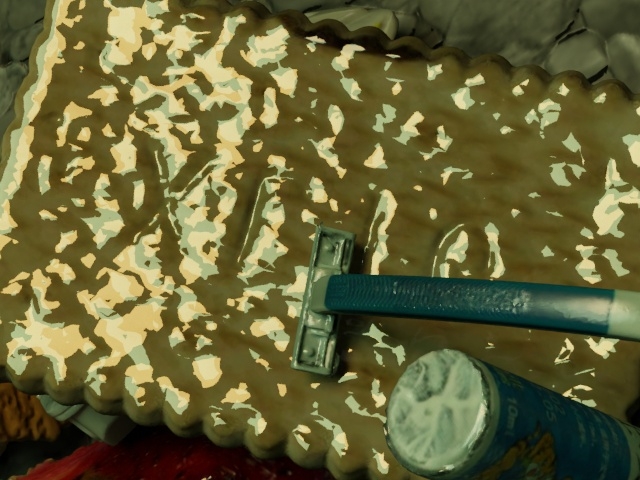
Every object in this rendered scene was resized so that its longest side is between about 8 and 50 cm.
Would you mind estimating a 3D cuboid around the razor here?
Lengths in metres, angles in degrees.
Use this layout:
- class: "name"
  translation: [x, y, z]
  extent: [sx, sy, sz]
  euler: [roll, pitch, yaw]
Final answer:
- class: "razor"
  translation: [0.057, 0.027, 0.802]
  extent: [0.191, 0.037, 0.068]
  euler: [2, 79, 45]

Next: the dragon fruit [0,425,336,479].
- class: "dragon fruit"
  translation: [-0.104, 0.178, 0.973]
  extent: [0.262, 0.134, 0.211]
  euler: [-35, 24, -17]

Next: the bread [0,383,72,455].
- class: "bread"
  translation: [-0.245, 0.027, 1.094]
  extent: [0.184, 0.224, 0.211]
  euler: [-4, 62, 33]

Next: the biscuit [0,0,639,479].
- class: "biscuit"
  translation: [0.000, 0.000, 0.902]
  extent: [0.325, 0.044, 0.217]
  euler: [13, 84, 9]

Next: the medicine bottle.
- class: "medicine bottle"
  translation: [0.101, 0.090, 0.781]
  extent: [0.051, 0.191, 0.051]
  euler: [-16, 64, 36]

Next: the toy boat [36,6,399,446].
- class: "toy boat"
  translation: [-0.071, -0.027, 1.004]
  extent: [0.141, 0.141, 0.269]
  euler: [28, 88, 43]
